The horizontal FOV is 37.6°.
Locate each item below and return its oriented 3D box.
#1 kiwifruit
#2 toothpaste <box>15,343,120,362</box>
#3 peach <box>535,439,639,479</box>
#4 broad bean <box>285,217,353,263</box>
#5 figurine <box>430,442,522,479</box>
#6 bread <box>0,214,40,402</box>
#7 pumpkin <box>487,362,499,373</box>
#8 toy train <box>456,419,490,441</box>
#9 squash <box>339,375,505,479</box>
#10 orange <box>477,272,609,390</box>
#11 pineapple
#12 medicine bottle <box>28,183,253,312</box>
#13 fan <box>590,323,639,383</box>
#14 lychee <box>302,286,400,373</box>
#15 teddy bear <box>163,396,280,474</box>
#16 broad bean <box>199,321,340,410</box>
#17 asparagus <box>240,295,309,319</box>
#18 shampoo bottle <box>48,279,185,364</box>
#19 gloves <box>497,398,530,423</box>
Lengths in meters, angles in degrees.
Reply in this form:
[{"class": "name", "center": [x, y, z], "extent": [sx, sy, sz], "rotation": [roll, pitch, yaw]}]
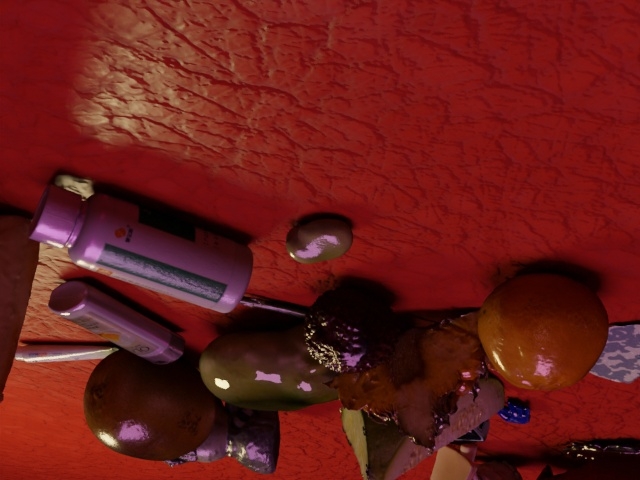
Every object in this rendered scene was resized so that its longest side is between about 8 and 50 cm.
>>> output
[{"class": "kiwifruit", "center": [-0.288, 0.285, 1.624], "extent": [0.196, 0.196, 0.234], "rotation": [-16, 144, 42]}, {"class": "toothpaste", "center": [-0.453, 0.203, 1.693], "extent": [0.218, 0.033, 0.052], "rotation": [-3, 156, 18]}, {"class": "peach", "center": [0.602, 0.544, 1.799], "extent": [0.416, 0.353, 0.339], "rotation": [-44, 145, 7]}, {"class": "broad bean", "center": [0.000, 0.000, 1.101], "extent": [0.083, 0.045, 0.063], "rotation": [-14, 135, 26]}, {"class": "figurine", "center": [0.342, 0.499, 1.954], "extent": [0.237, 0.141, 0.162], "rotation": [23, 180, -32]}, {"class": "bread", "center": [-0.565, 0.140, 1.196], "extent": [0.279, 0.389, 0.371], "rotation": [18, 155, -29]}, {"class": "pumpkin", "center": [0.265, 0.173, 1.381], "extent": [0.101, 0.035, 0.073], "rotation": [2, 151, 20]}, {"class": "toy train", "center": [0.192, 0.336, 1.739], "extent": [0.252, 0.048, 0.055], "rotation": [-7, 141, 42]}, {"class": "squash", "center": [0.186, 0.271, 1.438], "extent": [0.289, 0.203, 0.111], "rotation": [-1, 112, -12]}, {"class": "orange", "center": [0.268, 0.114, 1.137], "extent": [0.159, 0.136, 0.159], "rotation": [8, 158, 3]}, {"class": "pineapple", "center": [0.160, 0.217, 1.308], "extent": [0.250, 0.164, 0.140], "rotation": [-33, 148, 10]}, {"class": "medicine bottle", "center": [-0.212, 0.008, 1.127], "extent": [0.260, 0.095, 0.095], "rotation": [21, 152, -25]}, {"class": "fan", "center": [0.421, 0.160, 1.331], "extent": [0.131, 0.009, 0.240], "rotation": [3, 154, 15]}, {"class": "lychee", "center": [0.044, 0.122, 1.256], "extent": [0.129, 0.123, 0.123], "rotation": [19, 155, -39]}, {"class": "teddy bear", "center": [-0.186, 0.355, 1.815], "extent": [0.251, 0.144, 0.171], "rotation": [12, 134, -8]}, {"class": "broad bean", "center": [-0.061, 0.197, 1.446], "extent": [0.238, 0.119, 0.291], "rotation": [13, 159, -32]}, {"class": "asparagus", "center": [-0.121, 0.083, 1.338], "extent": [0.233, 0.022, 0.023], "rotation": [13, -161, -13]}, {"class": "shampoo bottle", "center": [-0.312, 0.130, 1.460], "extent": [0.086, 0.055, 0.227], "rotation": [-7, 151, 32]}, {"class": "gloves", "center": [0.332, 0.296, 1.626], "extent": [0.064, 0.026, 0.086], "rotation": [2, 154, 19]}]
